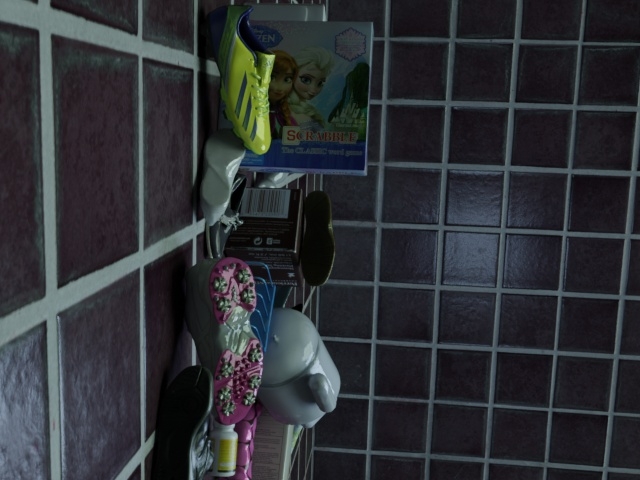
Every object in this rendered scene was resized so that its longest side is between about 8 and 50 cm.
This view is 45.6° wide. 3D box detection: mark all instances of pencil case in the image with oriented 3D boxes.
[{"bbox_3d":[-0.186,0.475,1.800,0.098,0.095,0.209,39,47,-44],"label":"pencil case"}]

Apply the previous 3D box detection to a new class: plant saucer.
[{"bbox_3d":[-0.113,0.154,2.060,0.317,0.043,0.318,-155,-90,-89],"label":"plant saucer"}]

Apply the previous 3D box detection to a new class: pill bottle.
[{"bbox_3d":[-0.211,0.442,1.632,0.065,0.065,0.116,59,34,-80],"label":"pill bottle"}]

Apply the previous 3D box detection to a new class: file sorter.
[{"bbox_3d":[-0.171,0.140,1.636,0.105,0.118,0.170,81,12,-51],"label":"file sorter"}]

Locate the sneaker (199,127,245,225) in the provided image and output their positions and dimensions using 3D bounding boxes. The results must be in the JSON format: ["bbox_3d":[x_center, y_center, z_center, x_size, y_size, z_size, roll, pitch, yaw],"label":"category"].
[{"bbox_3d":[-0.201,-0.126,1.497,0.094,0.080,0.212,111,-8,-54],"label":"sneaker"}]

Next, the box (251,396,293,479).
[{"bbox_3d":[-0.149,0.542,1.932,0.121,0.147,0.311,85,11,-59],"label":"box"}]

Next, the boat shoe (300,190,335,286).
[{"bbox_3d":[-0.001,-0.001,1.757,0.073,0.080,0.224,51,37,-73],"label":"boat shoe"}]

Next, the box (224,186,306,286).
[{"bbox_3d":[-0.122,-0.006,1.800,0.203,0.168,0.167,81,12,-63],"label":"box"}]

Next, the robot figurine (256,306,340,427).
[{"bbox_3d":[-0.076,0.297,1.796,0.200,0.299,0.354,-45,135,-22],"label":"robot figurine"}]

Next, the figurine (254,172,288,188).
[{"bbox_3d":[-0.138,-0.218,2.048,0.209,0.092,0.215,-67,161,-53],"label":"figurine"}]

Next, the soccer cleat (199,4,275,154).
[{"bbox_3d":[-0.135,-0.305,1.455,0.093,0.121,0.289,-75,150,-68],"label":"soccer cleat"}]

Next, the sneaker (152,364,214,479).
[{"bbox_3d":[-0.227,0.329,1.313,0.130,0.087,0.228,72,25,-80],"label":"sneaker"}]

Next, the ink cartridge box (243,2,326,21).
[{"bbox_3d":[-0.082,-0.420,1.861,0.270,0.197,0.198,77,17,-71],"label":"ink cartridge box"}]

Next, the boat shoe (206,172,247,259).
[{"bbox_3d":[-0.193,-0.054,1.573,0.075,0.064,0.206,83,12,-63],"label":"boat shoe"}]

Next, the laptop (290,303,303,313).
[{"bbox_3d":[-0.103,0.361,2.341,0.264,0.136,0.234,73,19,-49],"label":"laptop"}]

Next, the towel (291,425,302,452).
[{"bbox_3d":[-0.089,0.521,2.339,0.321,0.090,0.375,-78,-173,-63],"label":"towel"}]

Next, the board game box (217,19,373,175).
[{"bbox_3d":[-0.053,-0.302,1.607,0.066,0.318,0.318,47,45,-82],"label":"board game box"}]

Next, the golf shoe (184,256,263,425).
[{"bbox_3d":[-0.183,0.178,1.383,0.115,0.140,0.307,-6,98,-43],"label":"golf shoe"}]
